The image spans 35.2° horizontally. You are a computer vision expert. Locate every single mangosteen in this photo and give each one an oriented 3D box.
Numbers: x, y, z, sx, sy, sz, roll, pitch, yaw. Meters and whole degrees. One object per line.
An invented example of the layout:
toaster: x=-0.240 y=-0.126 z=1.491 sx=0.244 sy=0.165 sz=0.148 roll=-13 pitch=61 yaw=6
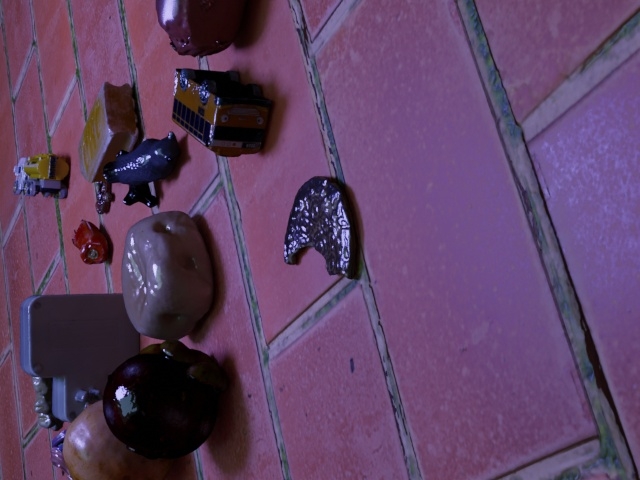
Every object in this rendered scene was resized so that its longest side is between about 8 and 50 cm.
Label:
mangosteen: x=-0.265 y=0.268 z=1.702 sx=0.210 sy=0.210 sz=0.209 roll=0 pitch=90 yaw=61

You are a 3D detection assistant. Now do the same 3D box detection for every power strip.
power strip: x=-0.481 y=0.238 z=2.045 sx=0.141 sy=0.229 sz=0.261 roll=-4 pitch=86 yaw=60

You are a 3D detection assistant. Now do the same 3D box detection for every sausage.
sausage: x=-0.185 y=-0.428 z=1.600 sx=0.152 sy=0.152 sz=0.279 roll=37 pitch=122 yaw=55

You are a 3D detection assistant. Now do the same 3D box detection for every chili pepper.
chili pepper: x=-0.519 y=0.010 z=2.282 sx=0.070 sy=0.073 sz=0.123 roll=57 pitch=174 yaw=-36

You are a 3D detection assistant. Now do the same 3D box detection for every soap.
soap: x=-0.458 y=-0.217 z=2.165 sx=0.232 sy=0.073 sz=0.140 roll=-50 pitch=44 yaw=50

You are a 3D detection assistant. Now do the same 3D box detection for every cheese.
cheese: x=-0.273 y=0.065 z=1.793 sx=0.218 sy=0.117 sz=0.235 roll=5 pitch=98 yaw=59

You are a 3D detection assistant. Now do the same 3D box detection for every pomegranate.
pomegranate: x=-0.374 y=0.388 z=1.886 sx=0.207 sy=0.207 sz=0.207 roll=0 pitch=90 yaw=61

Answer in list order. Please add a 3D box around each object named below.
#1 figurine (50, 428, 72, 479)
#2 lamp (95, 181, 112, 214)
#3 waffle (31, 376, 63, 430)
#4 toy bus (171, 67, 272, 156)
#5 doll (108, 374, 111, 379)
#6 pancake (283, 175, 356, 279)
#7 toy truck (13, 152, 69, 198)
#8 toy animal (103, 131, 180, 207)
figurine: x=-0.560 y=0.505 z=2.310 sx=0.126 sy=0.114 sz=0.157 roll=57 pitch=-159 yaw=-79
lamp: x=-0.490 y=-0.095 z=2.269 sx=0.083 sy=0.031 sz=0.063 roll=121 pitch=140 yaw=-49
waffle: x=-0.628 y=0.290 z=2.382 sx=0.292 sy=0.056 sz=0.309 roll=-119 pitch=25 yaw=-85
toy bus: x=-0.163 y=-0.206 z=1.612 sx=0.201 sy=0.098 sz=0.114 roll=39 pitch=124 yaw=55
doll: x=-0.534 y=0.270 z=2.245 sx=0.143 sy=0.135 sz=0.234 roll=-28 pitch=69 yaw=59
pancake: x=0.000 y=0.000 z=1.400 sx=0.190 sy=0.020 sz=0.184 roll=63 pitch=141 yaw=41
toy truck: x=-0.723 y=-0.169 z=2.620 sx=0.227 sy=0.098 sz=0.114 roll=7 pitch=92 yaw=58
toy animal: x=-0.343 y=-0.155 z=1.918 sx=0.210 sy=0.117 sz=0.121 roll=141 pitch=130 yaw=-57
